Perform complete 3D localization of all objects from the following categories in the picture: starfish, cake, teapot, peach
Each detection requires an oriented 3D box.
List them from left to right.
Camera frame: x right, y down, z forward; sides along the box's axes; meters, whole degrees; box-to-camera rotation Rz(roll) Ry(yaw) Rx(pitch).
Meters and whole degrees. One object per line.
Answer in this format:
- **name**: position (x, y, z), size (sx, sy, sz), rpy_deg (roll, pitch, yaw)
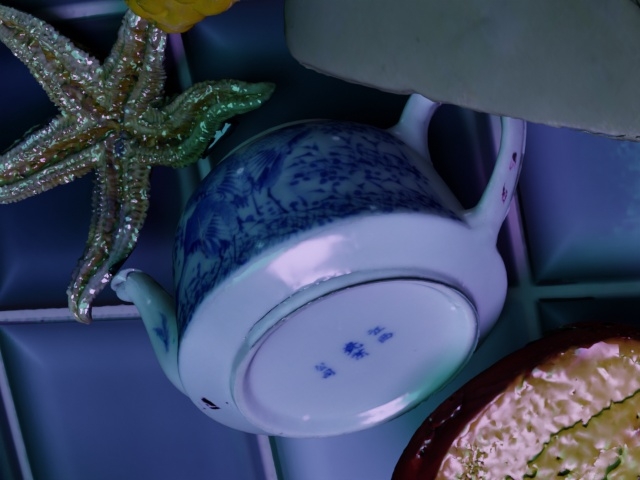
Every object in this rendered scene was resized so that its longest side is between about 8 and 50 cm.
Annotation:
- **starfish**: position (-0.125, -0.071, 0.944), size (0.176, 0.053, 0.208), rpy_deg (49, 116, 10)
- **teapot**: position (0.000, 0.000, 0.866), size (0.232, 0.159, 0.159), rpy_deg (-33, 92, 16)
- **peach**: position (0.101, 0.097, 0.849), size (0.092, 0.127, 0.172), rpy_deg (44, 117, 9)
- **cake**: position (0.112, -0.071, 0.706), size (0.284, 0.158, 0.172), rpy_deg (56, 140, 33)

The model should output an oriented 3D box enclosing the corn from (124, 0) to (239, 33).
- **corn**: position (-0.109, -0.263, 0.818), size (0.131, 0.131, 0.344), rpy_deg (-26, 95, 32)
